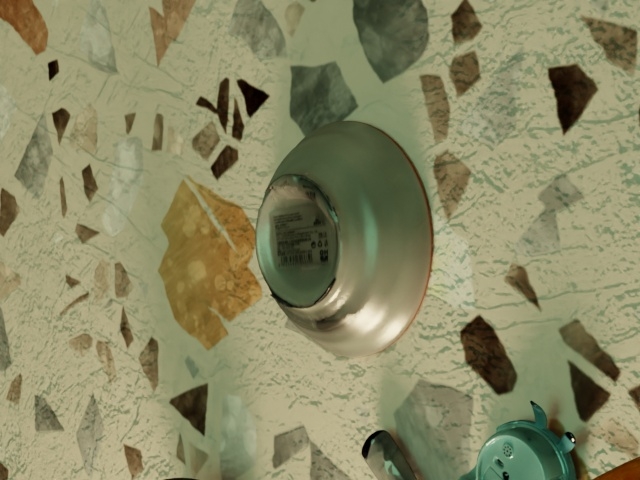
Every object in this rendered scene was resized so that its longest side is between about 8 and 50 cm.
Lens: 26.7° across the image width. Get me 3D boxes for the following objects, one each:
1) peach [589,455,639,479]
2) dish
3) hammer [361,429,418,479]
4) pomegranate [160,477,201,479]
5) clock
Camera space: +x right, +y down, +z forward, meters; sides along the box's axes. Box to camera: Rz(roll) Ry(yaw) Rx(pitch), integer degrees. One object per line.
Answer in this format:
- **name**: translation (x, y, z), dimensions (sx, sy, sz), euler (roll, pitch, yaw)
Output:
- **peach**: translation (0.268, 0.300, 1.020), dimensions (0.289, 0.289, 0.307), euler (35, 131, 42)
- **dish**: translation (0.000, 0.000, 1.452), dimensions (0.260, 0.085, 0.260), euler (4, 95, 48)
- **hammer**: translation (0.163, 0.354, 1.328), dimensions (0.427, 0.044, 0.152), euler (58, 132, 31)
- **pomegranate**: translation (-0.171, 0.391, 1.634), dimensions (0.180, 0.180, 0.209), euler (38, 148, 41)
- **clock**: translation (0.195, 0.219, 1.275), dimensions (0.108, 0.045, 0.147), euler (46, 125, 35)
